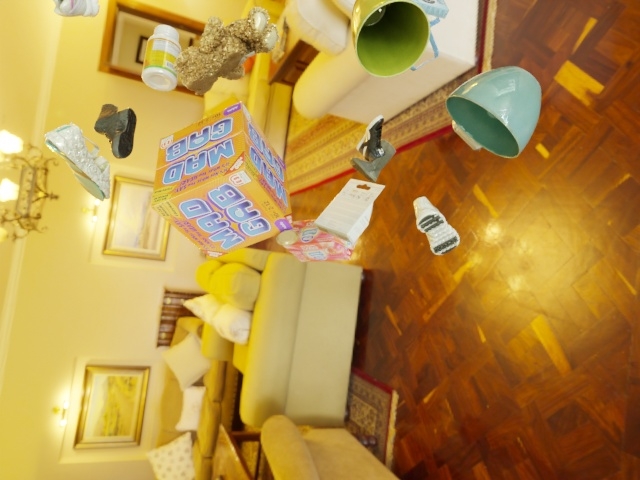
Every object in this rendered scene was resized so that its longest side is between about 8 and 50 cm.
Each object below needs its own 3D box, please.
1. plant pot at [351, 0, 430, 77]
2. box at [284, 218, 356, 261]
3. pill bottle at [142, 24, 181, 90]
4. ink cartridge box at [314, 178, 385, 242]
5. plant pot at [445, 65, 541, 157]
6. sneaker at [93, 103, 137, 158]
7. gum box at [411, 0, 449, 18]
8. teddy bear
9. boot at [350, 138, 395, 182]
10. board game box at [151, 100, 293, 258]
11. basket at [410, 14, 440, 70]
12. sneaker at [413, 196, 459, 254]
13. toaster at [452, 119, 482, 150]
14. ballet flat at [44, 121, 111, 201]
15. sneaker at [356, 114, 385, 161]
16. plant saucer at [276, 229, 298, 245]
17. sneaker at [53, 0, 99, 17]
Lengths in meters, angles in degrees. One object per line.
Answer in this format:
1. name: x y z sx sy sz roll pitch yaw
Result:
1. plant pot: 0.225 -0.807 1.637 0.274 0.275 0.293 119 147 -40
2. box: 0.000 0.000 1.995 0.300 0.154 0.142 -4 54 40
3. pill bottle: -0.654 -0.762 1.824 0.136 0.137 0.245 146 129 -61
4. ink cartridge box: 0.113 -0.112 1.593 0.232 0.066 0.189 -48 39 -18
5. plant pot: 0.577 -0.431 1.396 0.195 0.290 0.290 -48 28 4
6. sneaker: -0.473 -0.249 1.000 0.051 0.089 0.170 67 -161 -59
7. gum box: 0.416 -0.982 1.789 0.041 0.185 0.156 117 153 -50
8. teddy bear: -0.285 -0.586 1.338 0.338 0.245 0.113 -30 83 27
9. boot: 0.259 -0.412 2.144 0.208 0.190 0.076 -57 30 -7
10. board game box: -0.349 -0.212 1.628 0.357 0.356 0.355 -21 52 13
11. basket: 0.438 -0.947 2.005 0.201 0.255 0.288 -10 113 46
12. sneaker: 0.408 -0.049 1.557 0.110 0.292 0.118 -28 48 13
13. toaster: 0.606 -0.472 1.708 0.129 0.147 0.226 -34 29 50
14. ballet flat: -0.864 -0.287 1.642 0.408 0.147 0.146 99 170 -67
15. sneaker: 0.245 -0.424 1.874 0.121 0.079 0.216 50 148 11
16. plant saucer: -0.122 -0.014 1.612 0.083 0.084 0.015 -62 35 40
17. sneaker: -0.691 -0.704 1.137 0.103 0.111 0.252 1 126 37
